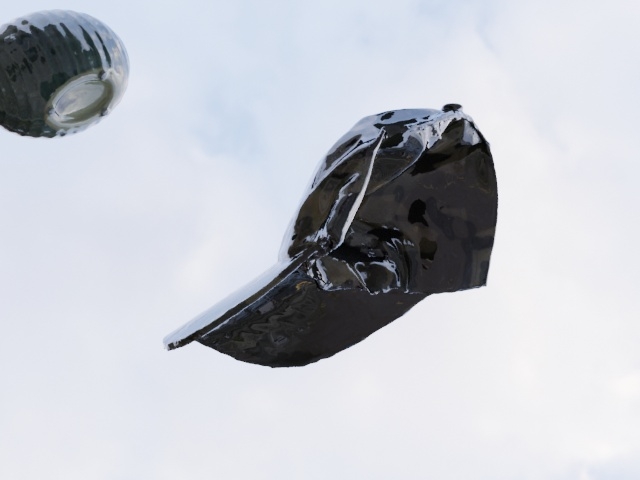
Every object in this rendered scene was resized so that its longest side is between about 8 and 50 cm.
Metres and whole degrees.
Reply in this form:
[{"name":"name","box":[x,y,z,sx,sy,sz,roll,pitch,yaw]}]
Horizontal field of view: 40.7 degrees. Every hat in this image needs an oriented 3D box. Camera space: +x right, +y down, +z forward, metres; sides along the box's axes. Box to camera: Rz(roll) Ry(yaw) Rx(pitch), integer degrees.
[{"name":"hat","box":[0.000,0.000,0.999,0.381,0.366,0.257,-11,-110,26]}]

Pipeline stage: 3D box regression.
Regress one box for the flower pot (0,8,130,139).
[{"name":"flower pot","box":[-0.401,-0.248,1.299,0.157,0.243,0.189,37,-43,25]}]
